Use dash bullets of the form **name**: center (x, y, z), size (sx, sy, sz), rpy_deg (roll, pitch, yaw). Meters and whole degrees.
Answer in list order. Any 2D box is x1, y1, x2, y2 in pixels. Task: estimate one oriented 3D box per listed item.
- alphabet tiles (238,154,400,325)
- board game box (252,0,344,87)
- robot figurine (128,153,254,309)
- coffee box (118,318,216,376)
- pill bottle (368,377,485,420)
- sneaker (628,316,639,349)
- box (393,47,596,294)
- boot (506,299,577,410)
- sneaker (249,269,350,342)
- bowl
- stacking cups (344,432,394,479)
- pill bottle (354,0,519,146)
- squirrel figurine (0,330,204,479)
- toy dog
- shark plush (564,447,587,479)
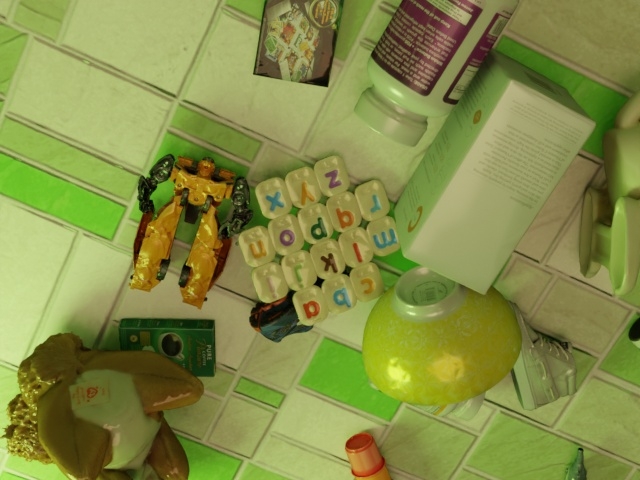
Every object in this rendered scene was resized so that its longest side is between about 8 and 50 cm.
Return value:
- **alphabet tiles**: center (0.000, 0.000, 1.865), size (0.284, 0.021, 0.278), rpy_deg (-22, 102, -11)
- **board game box**: center (-0.029, -0.396, 1.742), size (0.136, 0.030, 0.260), rpy_deg (11, 113, -3)
- **robot figurine**: center (-0.243, -0.026, 1.873), size (0.211, 0.085, 0.291), rpy_deg (18, 113, -8)
- **coffee box**: center (-0.295, 0.208, 1.999), size (0.184, 0.040, 0.113), rpy_deg (0, 114, 0)
- **pill bottle**: center (0.208, 0.269, 1.987), size (0.208, 0.117, 0.118), rpy_deg (25, 111, -10)
- **sneaker**: center (0.755, 0.167, 1.939), size (0.295, 0.124, 0.178), rpy_deg (-35, 105, 22)
- **box**: center (0.285, -0.121, 1.762), size (0.168, 0.215, 0.345), rpy_deg (26, 112, -12)
- **boot**: center (0.421, 0.207, 1.985), size (0.123, 0.095, 0.258), rpy_deg (-19, 121, 1)
- **sneaker**: center (-0.024, 0.124, 1.952), size (0.221, 0.083, 0.087), rpy_deg (-23, 136, 6)
- **bowl**: center (0.201, 0.136, 1.822), size (0.289, 0.289, 0.156), rpy_deg (-14, 126, 6)
- **stacking cups**: center (0.122, 0.542, 2.129), size (0.096, 0.096, 0.316), rpy_deg (-20, 109, 8)
- **pill bottle**: center (0.181, -0.312, 1.704), size (0.169, 0.169, 0.302), rpy_deg (27, 110, -12)
- **squirrel figurine**: center (-0.418, 0.378, 1.977), size (0.397, 0.281, 0.370), rpy_deg (28, 146, 27)
- **toy dog**: center (0.686, -0.067, 1.788), size (0.407, 0.284, 0.396), rpy_deg (3, 88, -2)
- **shark plush**: center (0.538, 0.497, 2.116), size (0.073, 0.067, 0.161), rpy_deg (9, 113, -4)
